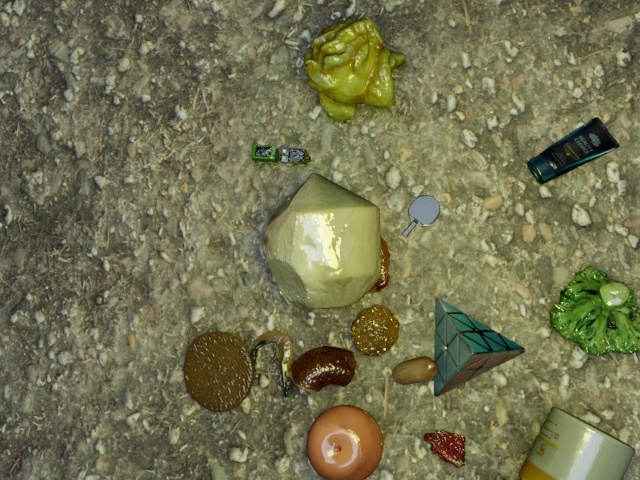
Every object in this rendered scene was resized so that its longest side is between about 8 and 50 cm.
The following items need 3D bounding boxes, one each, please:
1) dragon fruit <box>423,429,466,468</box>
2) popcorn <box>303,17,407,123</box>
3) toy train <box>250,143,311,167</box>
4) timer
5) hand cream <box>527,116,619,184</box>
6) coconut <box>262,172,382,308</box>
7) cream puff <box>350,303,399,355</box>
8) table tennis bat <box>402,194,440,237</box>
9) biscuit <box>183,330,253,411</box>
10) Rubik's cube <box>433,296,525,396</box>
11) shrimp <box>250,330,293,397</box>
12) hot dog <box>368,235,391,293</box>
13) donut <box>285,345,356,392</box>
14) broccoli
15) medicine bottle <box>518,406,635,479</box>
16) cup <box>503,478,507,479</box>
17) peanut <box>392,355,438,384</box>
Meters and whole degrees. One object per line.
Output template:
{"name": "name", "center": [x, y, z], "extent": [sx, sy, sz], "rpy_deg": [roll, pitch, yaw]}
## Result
{"name": "dragon fruit", "center": [0.377, 0.639, 1.804], "extent": [0.132, 0.063, 0.097], "rpy_deg": [12, 53, 10]}
{"name": "popcorn", "center": [0.114, -0.547, 1.866], "extent": [0.321, 0.290, 0.325], "rpy_deg": [-36, 60, 6]}
{"name": "toy train", "center": [-0.134, -0.282, 1.972], "extent": [0.203, 0.081, 0.060], "rpy_deg": [4, 83, 9]}
{"name": "timer", "center": [0.074, 0.610, 1.769], "extent": [0.230, 0.215, 0.229], "rpy_deg": [-3, 77, 13]}
{"name": "hand cream", "center": [0.782, -0.274, 1.841], "extent": [0.271, 0.061, 0.120], "rpy_deg": [-29, 75, -3]}
{"name": "coconut", "center": [0.000, 0.000, 1.776], "extent": [0.416, 0.345, 0.414], "rpy_deg": [5, 97, 49]}
{"name": "cream puff", "center": [0.168, 0.280, 1.839], "extent": [0.150, 0.115, 0.165], "rpy_deg": [8, 86, 8]}
{"name": "table tennis bat", "center": [0.319, -0.076, 1.908], "extent": [0.095, 0.014, 0.158], "rpy_deg": [39, 89, 10]}
{"name": "biscuit", "center": [-0.331, 0.425, 1.927], "extent": [0.262, 0.037, 0.261], "rpy_deg": [-2, 85, 22]}
{"name": "Rubik's cube", "center": [0.442, 0.327, 1.774], "extent": [0.233, 0.228, 0.228], "rpy_deg": [-4, 126, 44]}
{"name": "shrimp", "center": [-0.157, 0.403, 1.912], "extent": [0.152, 0.046, 0.219], "rpy_deg": [-11, 79, 7]}
{"name": "hot dog", "center": [0.171, 0.074, 1.894], "extent": [0.108, 0.059, 0.191], "rpy_deg": [-7, 84, 13]}
{"name": "donut", "center": [0.004, 0.402, 1.832], "extent": [0.187, 0.126, 0.144], "rpy_deg": [16, 101, -14]}
{"name": "broccoli", "center": [0.806, 0.202, 1.668], "extent": [0.269, 0.269, 0.254], "rpy_deg": [27, 73, 11]}
{"name": "medicine bottle", "center": [0.711, 0.620, 1.649], "extent": [0.238, 0.238, 0.231], "rpy_deg": [27, 86, 11]}
{"name": "cup", "center": [0.623, 0.822, 1.676], "extent": [0.289, 0.203, 0.203], "rpy_deg": [31, 89, 18]}
{"name": "peanut", "center": [0.292, 0.403, 1.824], "extent": [0.152, 0.076, 0.076], "rpy_deg": [-22, 80, 28]}
